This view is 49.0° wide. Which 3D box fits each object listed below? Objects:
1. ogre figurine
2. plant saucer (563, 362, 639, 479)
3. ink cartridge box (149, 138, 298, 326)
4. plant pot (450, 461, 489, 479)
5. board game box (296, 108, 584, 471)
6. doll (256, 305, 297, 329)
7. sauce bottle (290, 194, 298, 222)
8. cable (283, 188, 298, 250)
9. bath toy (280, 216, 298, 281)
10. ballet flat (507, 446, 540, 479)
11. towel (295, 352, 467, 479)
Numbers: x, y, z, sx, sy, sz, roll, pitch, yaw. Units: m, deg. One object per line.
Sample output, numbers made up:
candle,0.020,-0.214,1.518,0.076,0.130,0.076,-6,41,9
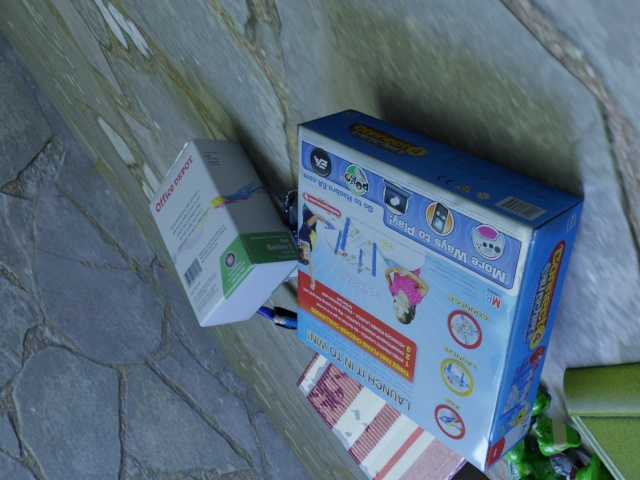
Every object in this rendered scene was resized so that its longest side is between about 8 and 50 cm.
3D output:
ogre figurine,0.302,0.293,0.896,0.197,0.097,0.118,37,140,6
plant saucer,0.347,0.220,0.732,0.188,0.045,0.188,54,161,3
ink cartridge box,-0.180,-0.017,1.273,0.201,0.117,0.278,-47,61,37
plant pot,0.214,0.600,1.311,0.323,0.280,0.323,45,157,25
board game box,0.104,0.045,0.780,0.308,0.086,0.302,30,132,38
doll,-0.085,0.167,1.540,0.189,0.046,0.129,19,178,9
sauce bottle,0.091,0.052,0.969,0.344,0.111,0.111,47,159,25
cable,0.000,0.000,1.202,0.150,0.047,0.184,37,151,31
bath toy,-0.136,0.033,1.446,0.348,0.151,0.129,157,106,-67
ballet flat,0.312,0.364,1.033,0.070,0.070,0.188,38,158,40
towel,0.109,0.306,1.255,0.329,0.037,0.237,47,124,25
